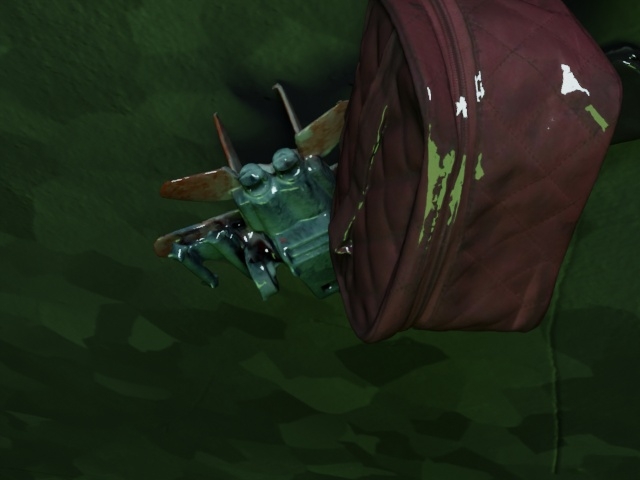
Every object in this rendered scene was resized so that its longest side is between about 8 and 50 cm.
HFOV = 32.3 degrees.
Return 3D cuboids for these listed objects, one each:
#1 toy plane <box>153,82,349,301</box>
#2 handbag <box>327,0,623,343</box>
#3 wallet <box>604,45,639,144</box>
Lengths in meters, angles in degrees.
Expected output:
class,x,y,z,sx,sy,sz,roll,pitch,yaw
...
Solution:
class,x,y,z,sx,sy,sz,roll,pitch,yaw
toy plane,0.002,0.006,0.876,0.222,0.104,0.326,-24,143,5
handbag,0.080,-0.043,0.683,0.135,0.146,0.225,-3,135,-15
wallet,0.158,-0.085,0.752,0.156,0.018,0.082,-10,140,35
